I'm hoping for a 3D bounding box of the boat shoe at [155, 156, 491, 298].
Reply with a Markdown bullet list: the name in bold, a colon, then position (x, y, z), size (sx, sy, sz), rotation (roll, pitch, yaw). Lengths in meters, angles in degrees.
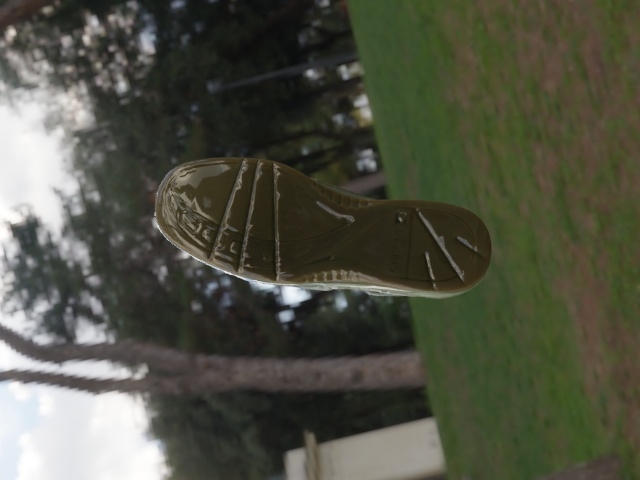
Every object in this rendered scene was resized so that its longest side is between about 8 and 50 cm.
- **boat shoe**: position (0.001, -0.002, 0.616), size (0.048, 0.153, 0.056), rotation (72, -154, -77)
